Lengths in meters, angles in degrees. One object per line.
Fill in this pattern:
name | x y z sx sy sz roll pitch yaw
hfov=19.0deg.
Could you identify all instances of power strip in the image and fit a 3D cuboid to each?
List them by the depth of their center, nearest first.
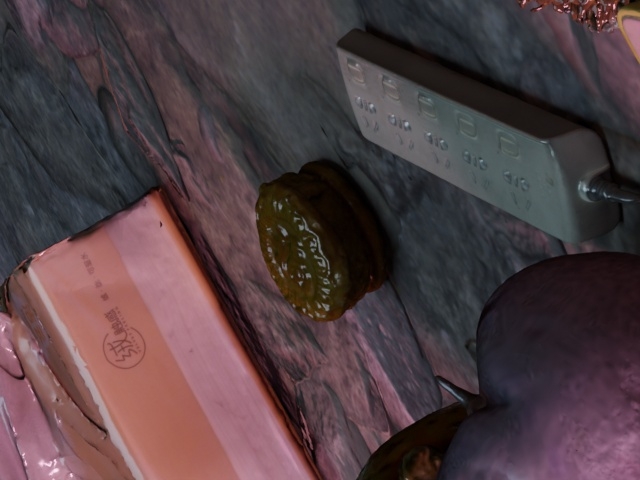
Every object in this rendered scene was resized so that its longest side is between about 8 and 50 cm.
power strip | 0.079 -0.055 0.982 0.252 0.027 0.060 32 146 54

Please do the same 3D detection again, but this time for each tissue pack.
tissue pack | -0.167 0.146 1.576 0.305 0.238 0.238 61 160 -2

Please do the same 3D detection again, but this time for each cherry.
cherry | 0.136 0.089 0.864 0.176 0.176 0.140 54 -178 18

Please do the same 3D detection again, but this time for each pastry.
pastry | 0.000 0.000 1.217 0.109 0.057 0.097 30 139 51

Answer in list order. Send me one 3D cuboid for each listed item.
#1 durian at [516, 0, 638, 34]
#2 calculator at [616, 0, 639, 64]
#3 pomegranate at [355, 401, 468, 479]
durian | 0.105 -0.128 0.825 0.130 0.052 0.066 43 116 34
calculator | 0.209 -0.020 0.712 0.236 0.033 0.157 56 159 7
pomegranate | 0.122 0.180 1.028 0.198 0.246 0.198 -28 57 55
